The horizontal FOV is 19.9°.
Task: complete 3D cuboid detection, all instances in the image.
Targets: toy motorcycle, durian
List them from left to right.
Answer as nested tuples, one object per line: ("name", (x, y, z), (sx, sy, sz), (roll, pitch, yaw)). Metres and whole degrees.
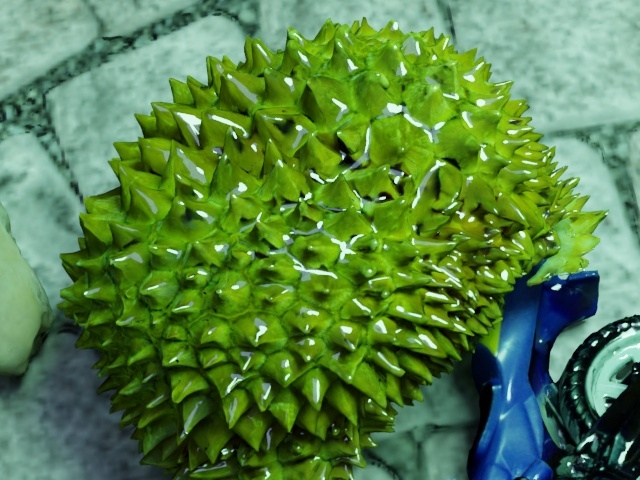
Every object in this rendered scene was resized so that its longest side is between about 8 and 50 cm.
("durian", (-0.003, 0.001, 0.804), (0.237, 0.176, 0.200), (-33, 43, -3))
("toy motorcycle", (0.084, 0.136, 0.773), (0.169, 0.113, 0.315), (13, 51, 18))

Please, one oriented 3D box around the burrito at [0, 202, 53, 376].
("burrito", (-0.253, -0.051, 0.915), (0.175, 0.107, 0.347), (-13, 63, -17))
